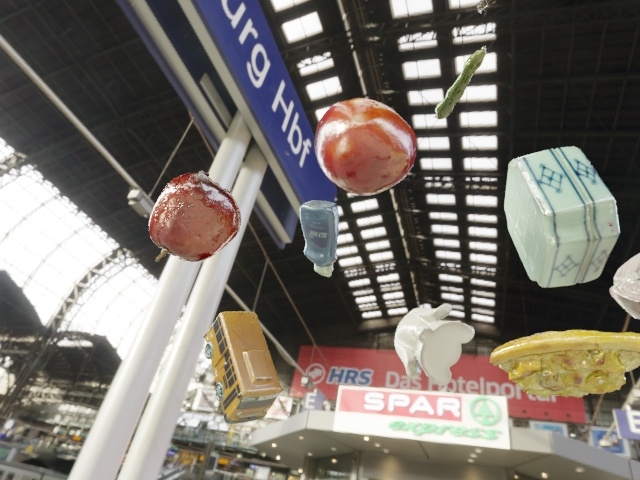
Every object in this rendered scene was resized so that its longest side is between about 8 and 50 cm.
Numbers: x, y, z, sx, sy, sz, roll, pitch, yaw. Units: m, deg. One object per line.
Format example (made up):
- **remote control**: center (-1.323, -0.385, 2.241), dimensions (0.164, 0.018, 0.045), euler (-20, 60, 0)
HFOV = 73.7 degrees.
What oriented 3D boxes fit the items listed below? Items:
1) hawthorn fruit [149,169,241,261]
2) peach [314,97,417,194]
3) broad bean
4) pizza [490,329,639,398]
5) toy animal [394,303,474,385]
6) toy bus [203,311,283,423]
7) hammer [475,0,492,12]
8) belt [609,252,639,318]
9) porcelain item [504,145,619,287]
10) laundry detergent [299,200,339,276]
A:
- **hawthorn fruit**: center (-0.219, -0.029, 0.730), dimensions (0.148, 0.172, 0.148), euler (29, -18, 10)
- **peach**: center (0.104, -0.201, 0.942), dimensions (0.243, 0.243, 0.200), euler (18, -64, -8)
- **broad bean**: center (0.420, -0.467, 1.298), dimensions (0.052, 0.053, 0.256), euler (27, -43, 0)
- **pizza**: center (0.267, 0.135, 0.455), dimensions (0.160, 0.036, 0.099), euler (-8, -59, 20)
- **toy animal**: center (0.361, 0.331, 1.471), dimensions (0.205, 0.272, 0.265), euler (29, 0, -13)
- **toy bus**: center (-0.157, 0.250, 0.865), dimensions (0.098, 0.201, 0.114), euler (9, -50, -38)
- **hammer**: center (0.477, -0.577, 0.948), dimensions (0.297, 0.125, 0.027), euler (-28, -77, -10)
- **belt**: center (1.046, 0.125, 1.262), dimensions (0.323, 0.227, 0.115), euler (-28, -60, 30)
- **porcelain item**: center (0.560, -0.055, 1.015), dimensions (0.157, 0.282, 0.286), euler (-12, -41, 8)
- **laundry detergent**: center (0.000, 0.000, 1.598), dimensions (0.143, 0.094, 0.290), euler (6, -68, 23)
